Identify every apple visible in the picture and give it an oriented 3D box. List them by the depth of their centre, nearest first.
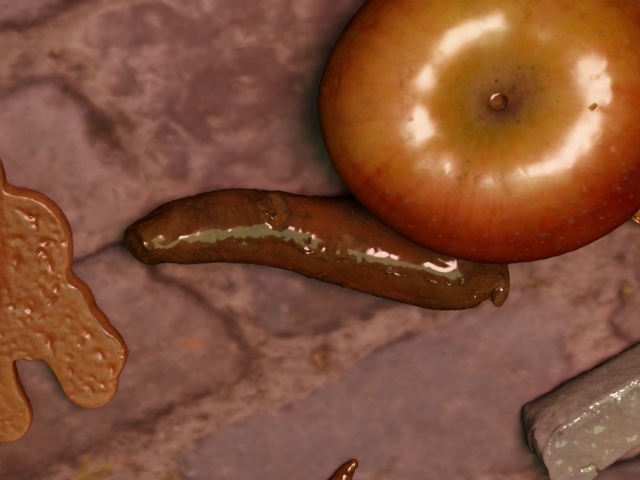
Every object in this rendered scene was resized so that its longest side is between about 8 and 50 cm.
[{"bbox_3d":[0.119,-0.089,1.081,0.234,0.173,0.210,17,90,7],"label":"apple"}]

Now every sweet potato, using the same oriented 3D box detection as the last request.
[{"bbox_3d":[0.000,0.000,1.157,0.273,0.075,0.075,9,106,-2],"label":"sweet potato"},{"bbox_3d":[-0.016,0.203,1.239,0.115,0.026,0.026,-31,105,4],"label":"sweet potato"}]

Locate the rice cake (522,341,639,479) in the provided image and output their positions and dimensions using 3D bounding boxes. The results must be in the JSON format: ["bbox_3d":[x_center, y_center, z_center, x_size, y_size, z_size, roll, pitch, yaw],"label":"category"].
[{"bbox_3d":[0.243,0.108,1.199,0.206,0.069,0.063,-30,105,8],"label":"rice cake"}]

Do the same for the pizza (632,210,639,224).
[{"bbox_3d":[0.321,-0.058,1.156,0.204,0.081,0.188,32,126,-21],"label":"pizza"}]

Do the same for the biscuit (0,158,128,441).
[{"bbox_3d":[-0.240,0.030,1.173,0.144,0.040,0.236,-24,104,-2],"label":"biscuit"}]
